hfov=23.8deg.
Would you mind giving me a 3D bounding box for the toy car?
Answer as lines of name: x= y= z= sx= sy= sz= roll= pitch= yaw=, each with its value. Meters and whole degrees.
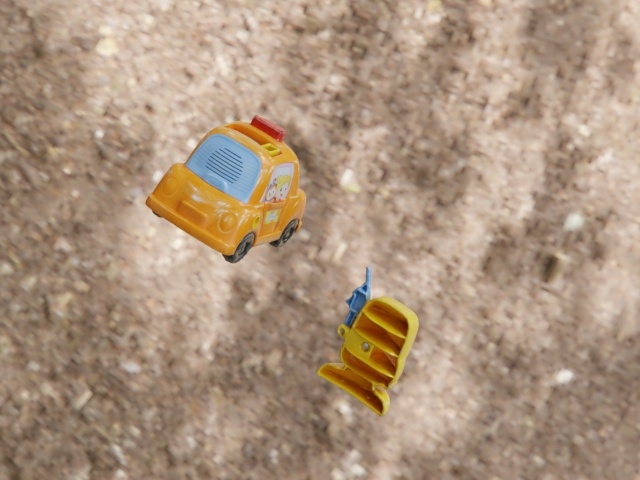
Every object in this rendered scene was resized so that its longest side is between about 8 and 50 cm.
toy car: x=0.000 y=0.000 z=0.459 sx=0.060 sy=0.122 sz=0.040 roll=1 pitch=120 yaw=-50
